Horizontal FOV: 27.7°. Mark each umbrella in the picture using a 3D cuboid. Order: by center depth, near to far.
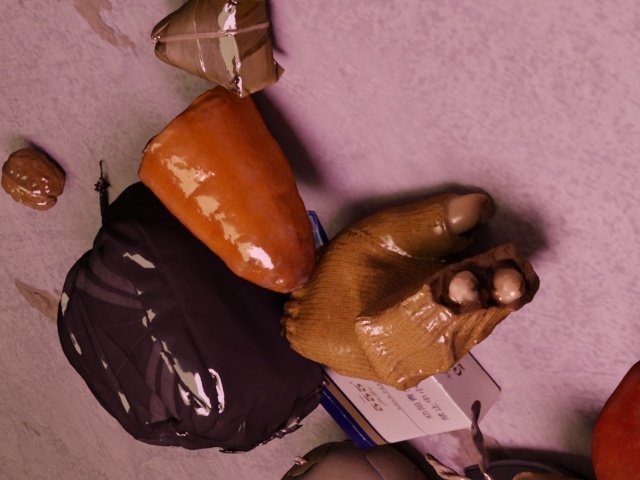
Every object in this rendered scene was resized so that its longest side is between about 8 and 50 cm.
[{"bbox_3d":[-0.308,-0.059,1.837,0.149,0.022,0.022,97,162,-53],"label":"umbrella"}]

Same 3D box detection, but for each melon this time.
[{"bbox_3d":[0.058,0.425,1.779,0.268,0.268,0.330,-9,114,52],"label":"melon"}]

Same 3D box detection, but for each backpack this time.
[{"bbox_3d":[-0.189,0.115,1.682,0.445,0.254,0.363,-28,89,57],"label":"backpack"}]

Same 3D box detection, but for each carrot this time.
[{"bbox_3d":[-0.084,-0.043,1.433,0.225,0.159,0.159,53,150,11],"label":"carrot"}]

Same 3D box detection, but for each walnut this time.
[{"bbox_3d":[-0.414,-0.087,1.866,0.096,0.082,0.079,32,116,6],"label":"walnut"}]

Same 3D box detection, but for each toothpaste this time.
[{"bbox_3d":[0.000,0.000,1.579,0.024,0.015,0.083,2,124,48],"label":"toothpaste"}]

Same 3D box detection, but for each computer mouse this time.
[{"bbox_3d":[0.272,0.312,1.602,0.126,0.071,0.231,41,158,-27],"label":"computer mouse"}]

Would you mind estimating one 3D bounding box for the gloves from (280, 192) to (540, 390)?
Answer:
[{"bbox_3d":[0.098,0.060,1.401,0.155,0.203,0.356,30,159,-24],"label":"gloves"}]

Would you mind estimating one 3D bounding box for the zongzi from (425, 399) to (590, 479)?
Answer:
[{"bbox_3d":[0.325,0.449,1.486,0.499,0.218,0.467,16,141,9],"label":"zongzi"}]

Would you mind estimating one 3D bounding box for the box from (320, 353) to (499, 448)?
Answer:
[{"bbox_3d":[0.086,0.174,1.636,0.168,0.071,0.259,50,148,-11],"label":"box"}]

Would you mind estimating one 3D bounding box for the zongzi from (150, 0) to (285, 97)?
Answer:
[{"bbox_3d":[-0.119,-0.250,1.361,0.160,0.078,0.176,20,131,33],"label":"zongzi"}]

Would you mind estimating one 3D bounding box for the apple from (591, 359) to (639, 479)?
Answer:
[{"bbox_3d":[0.377,0.212,1.244,0.230,0.230,0.230,28,145,22],"label":"apple"}]
